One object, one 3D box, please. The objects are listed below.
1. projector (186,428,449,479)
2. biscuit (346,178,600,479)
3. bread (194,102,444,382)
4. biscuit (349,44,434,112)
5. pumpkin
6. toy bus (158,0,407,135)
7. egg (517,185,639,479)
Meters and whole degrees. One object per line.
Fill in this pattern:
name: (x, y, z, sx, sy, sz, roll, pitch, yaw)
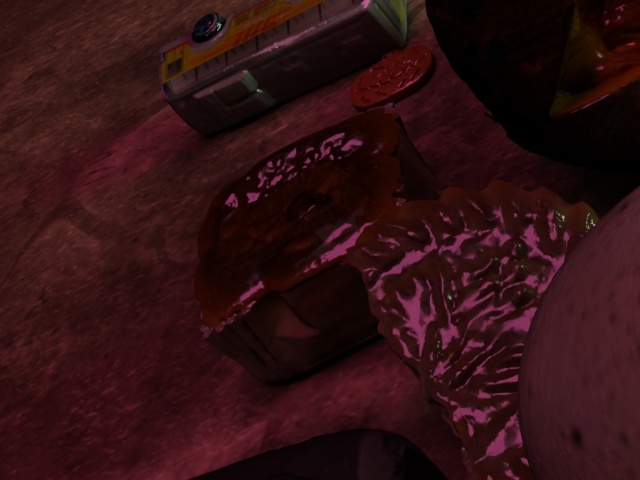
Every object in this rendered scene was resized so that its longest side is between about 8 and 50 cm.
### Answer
projector: (-0.076, 0.344, 0.859, 0.405, 0.242, 0.395, -24, 34, 21)
biscuit: (0.135, 0.052, 1.120, 0.187, 0.036, 0.273, -34, 52, 5)
bread: (-0.002, 0.000, 1.328, 0.210, 0.110, 0.192, -27, 35, 18)
biscuit: (0.067, -0.158, 1.539, 0.091, 0.015, 0.078, -27, 35, 19)
pumpkin: (0.226, -0.203, 1.174, 0.320, 0.320, 0.192, -37, 12, 4)
toy bus: (-0.040, -0.195, 1.631, 0.268, 0.092, 0.106, -22, 46, 25)
egg: (0.272, 0.074, 0.802, 0.379, 0.287, 0.287, -24, 34, 44)
